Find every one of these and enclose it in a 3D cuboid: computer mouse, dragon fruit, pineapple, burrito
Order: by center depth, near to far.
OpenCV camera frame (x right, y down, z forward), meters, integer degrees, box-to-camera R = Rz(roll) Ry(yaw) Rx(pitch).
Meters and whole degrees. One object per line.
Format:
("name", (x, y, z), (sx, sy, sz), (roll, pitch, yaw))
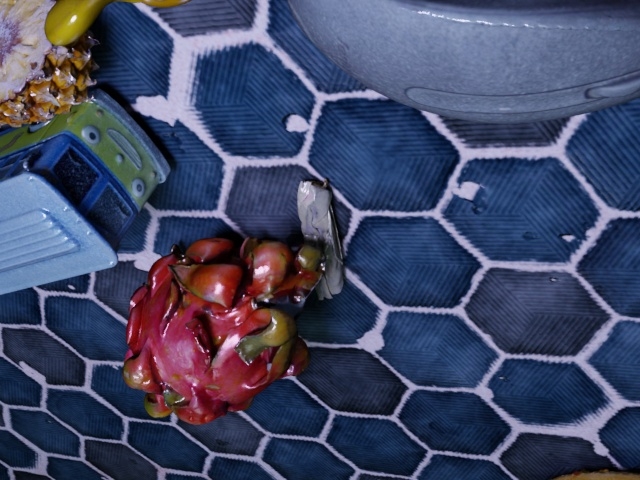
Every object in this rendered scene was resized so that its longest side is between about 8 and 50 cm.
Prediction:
("computer mouse", (0.142, -0.166, 0.815), (0.374, 0.114, 0.203), (11, 165, 16))
("pineapple", (-0.303, -0.183, 1.032), (0.176, 0.161, 0.137), (-9, 158, 26))
("burrito", (0.000, 0.000, 1.171), (0.045, 0.041, 0.185), (13, 139, 26))
("dragon fruit", (-0.130, 0.104, 1.208), (0.243, 0.227, 0.307), (14, 138, 6))

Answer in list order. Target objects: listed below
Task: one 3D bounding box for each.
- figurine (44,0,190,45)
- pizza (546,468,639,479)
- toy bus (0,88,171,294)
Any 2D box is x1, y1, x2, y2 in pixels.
("figurine", (-0.202, -0.292, 0.837), (0.215, 0.215, 0.228), (-20, 113, 40))
("pizza", (0.414, 0.368, 1.375), (0.246, 0.058, 0.127), (-21, 123, 38))
("toy bus", (-0.356, -0.050, 1.167), (0.312, 0.190, 0.152), (-13, 128, 36))
